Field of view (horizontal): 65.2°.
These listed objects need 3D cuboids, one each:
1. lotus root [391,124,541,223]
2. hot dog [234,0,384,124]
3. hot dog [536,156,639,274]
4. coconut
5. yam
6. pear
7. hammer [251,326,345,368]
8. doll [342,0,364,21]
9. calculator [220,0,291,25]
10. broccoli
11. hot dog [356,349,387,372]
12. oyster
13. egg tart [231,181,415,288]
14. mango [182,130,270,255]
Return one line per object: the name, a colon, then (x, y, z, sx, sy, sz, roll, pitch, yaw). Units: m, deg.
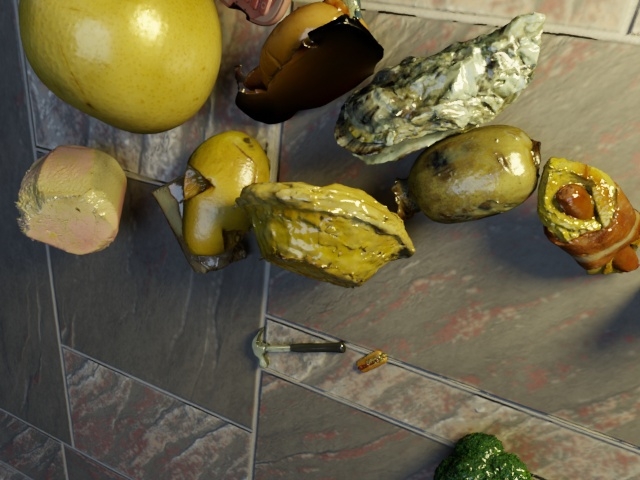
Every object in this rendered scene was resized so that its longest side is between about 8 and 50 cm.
lotus root: (0.226, -0.102, 0.837, 0.278, 0.154, 0.153, -16, 103, 31)
hot dog: (-0.038, -0.321, 0.863, 0.326, 0.194, 0.107, -10, 73, 37)
hot dog: (0.421, -0.021, 0.762, 0.262, 0.093, 0.123, 35, 112, -21)
coconut: (-0.580, -0.105, 1.178, 0.234, 0.245, 0.233, -9, 133, -10)
yam: (-0.270, -0.039, 1.117, 0.238, 0.128, 0.129, 65, 165, -9)
pear: (-0.344, -0.368, 0.895, 0.349, 0.348, 0.347, 10, 114, 22)
hammer: (-0.056, 0.251, 1.190, 0.247, 0.029, 0.102, -9, 107, 27)
doll: (0.061, -0.369, 0.877, 0.037, 0.027, 0.125, -6, 108, 27)
calculator: (-0.113, -0.494, 0.831, 0.329, 0.048, 0.220, 52, 126, 32)
broccoli: (0.358, 0.551, 0.993, 0.298, 0.297, 0.297, 10, 116, -2)
hot dog: (0.114, 0.273, 1.120, 0.037, 0.021, 0.083, 49, 123, -1)
oyster: (0.183, -0.239, 0.789, 0.351, 0.158, 0.162, -23, 81, 32)
egg tart: (0.001, 0.000, 0.896, 0.342, 0.341, 0.132, 11, 76, 21)
mango: (-0.197, -0.092, 1.012, 0.167, 0.130, 0.261, 12, 87, -9)
